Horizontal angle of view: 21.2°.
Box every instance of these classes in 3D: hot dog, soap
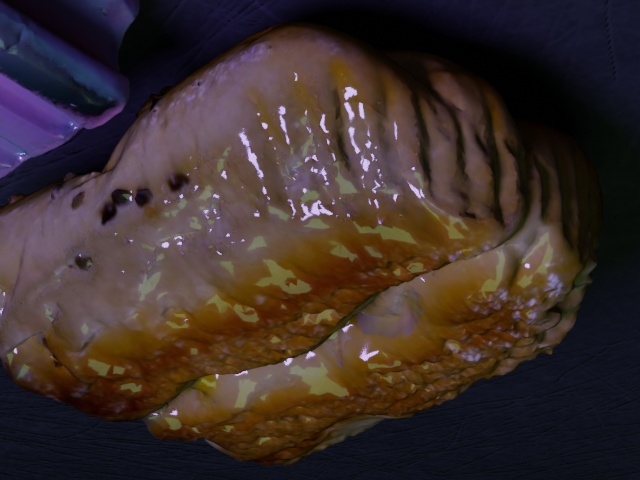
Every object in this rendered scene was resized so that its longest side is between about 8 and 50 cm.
[{"bbox_3d":[0.000,0.000,1.170,0.367,0.196,0.365,22,146,-39],"label":"hot dog"},{"bbox_3d":[-0.288,-0.151,1.003,0.193,0.109,0.324,-25,141,36],"label":"soap"}]
